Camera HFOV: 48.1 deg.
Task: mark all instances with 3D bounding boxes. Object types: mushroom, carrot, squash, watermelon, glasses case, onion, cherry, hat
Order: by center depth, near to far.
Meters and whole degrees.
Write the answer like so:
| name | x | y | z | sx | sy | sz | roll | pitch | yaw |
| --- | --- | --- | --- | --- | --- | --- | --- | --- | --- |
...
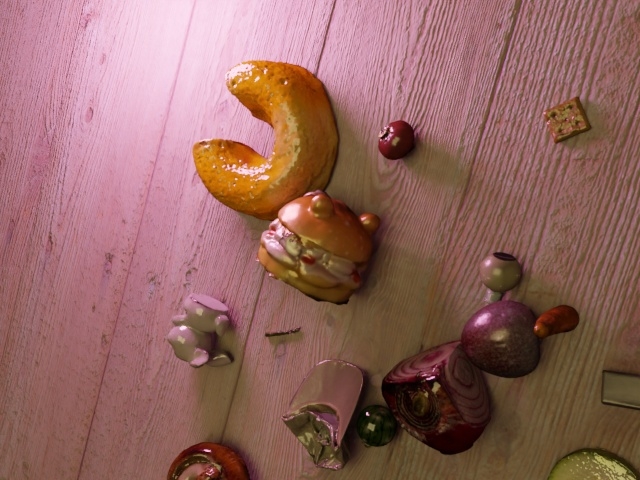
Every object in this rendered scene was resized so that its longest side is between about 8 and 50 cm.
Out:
| name | x | y | z | sx | sy | sz | roll | pitch | yaw |
| --- | --- | --- | --- | --- | --- | --- | --- | --- | --- |
| glasses case | 0.666 | 0.309 | 1.443 | 0.191 | 0.042 | 0.071 | 4 | 82 | 32 |
| carrot | 0.474 | 0.172 | 1.472 | 0.061 | 0.210 | 0.061 | 1 | 92 | 33 |
| squash | 0.574 | 0.544 | 1.491 | 0.219 | 0.041 | 0.219 | -2 | 86 | 36 |
| cherry | 0.393 | 0.212 | 1.548 | 0.176 | 0.140 | 0.176 | 1 | 102 | 5 |
| onion | 0.256 | 0.360 | 1.601 | 0.207 | 0.216 | 0.206 | -26 | 90 | 38 |
| watermelon | 0.135 | 0.450 | 1.725 | 0.109 | 0.109 | 0.108 | -2 | 86 | 31 |
| hat | 0.037 | 0.441 | 1.805 | 0.214 | 0.149 | 0.244 | 19 | 62 | 48 |
| mushroom | -0.298 | 0.673 | 1.942 | 0.253 | 0.153 | 0.253 | -3 | 83 | 30 |

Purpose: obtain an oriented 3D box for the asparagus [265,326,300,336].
| name | x | y | z | sx | sy | sz | roll | pitch | yaw |
| --- | --- | --- | --- | --- | --- | --- | --- | --- | --- |
| asparagus | -0.101 | 0.247 | 1.931 | 0.114 | 0.014 | 0.015 | -12 | 97 | 30 |

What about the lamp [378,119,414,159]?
| name | x | y | z | sx | sy | sz | roll | pitch | yaw |
| --- | --- | --- | --- | --- | --- | --- | --- | --- | --- |
| lamp | 0.185 | -0.244 | 1.745 | 0.101 | 0.090 | 0.101 | -43 | 32 | 35 |

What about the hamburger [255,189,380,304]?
| name | x | y | z | sx | sy | sz | roll | pitch | yaw |
| --- | --- | --- | --- | --- | --- | --- | --- | --- | --- |
| hamburger | 0.000 | 0.000 | 1.747 | 0.276 | 0.276 | 0.236 | 36 | 107 | 28 |

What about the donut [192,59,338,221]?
| name | x | y | z | sx | sy | sz | roll | pitch | yaw |
| --- | --- | --- | --- | --- | --- | --- | --- | --- | --- |
| donut | -0.145 | -0.262 | 1.904 | 0.378 | 0.163 | 0.434 | 33 | 103 | 27 |

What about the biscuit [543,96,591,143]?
| name | x | y | z | sx | sy | sz | roll | pitch | yaw |
| --- | --- | --- | --- | --- | --- | --- | --- | --- | --- |
| biscuit | 0.539 | -0.264 | 1.571 | 0.083 | 0.018 | 0.081 | -22 | 75 | 28 |

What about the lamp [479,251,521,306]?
| name | x | y | z | sx | sy | sz | roll | pitch | yaw |
| --- | --- | --- | --- | --- | --- | --- | --- | --- | --- |
| lamp | 0.392 | 0.110 | 1.605 | 0.091 | 0.091 | 0.163 | 21 | 112 | 31 |

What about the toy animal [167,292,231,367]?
| name | x | y | z | sx | sy | sz | roll | pitch | yaw |
| --- | --- | --- | --- | --- | --- | --- | --- | --- | --- |
| toy animal | -0.330 | 0.255 | 2.005 | 0.179 | 0.127 | 0.192 | 17 | 93 | 29 |
